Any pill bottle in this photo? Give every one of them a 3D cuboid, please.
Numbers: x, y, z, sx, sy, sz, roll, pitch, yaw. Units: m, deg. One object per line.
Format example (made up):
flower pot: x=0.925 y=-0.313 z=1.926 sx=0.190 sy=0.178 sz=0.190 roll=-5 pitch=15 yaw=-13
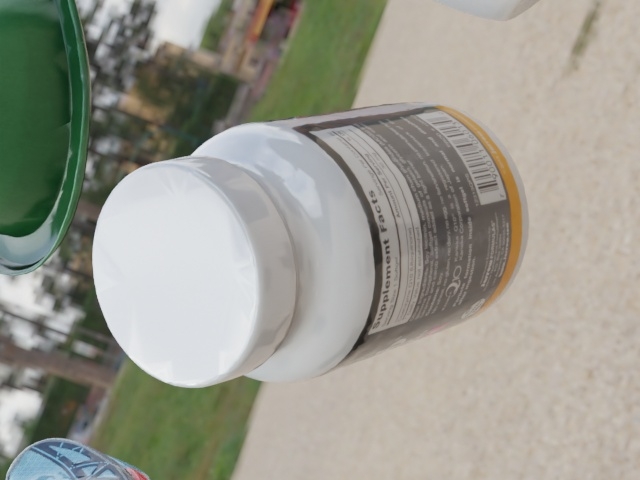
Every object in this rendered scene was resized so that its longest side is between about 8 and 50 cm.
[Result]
pill bottle: x=0.000 y=0.000 z=0.975 sx=0.278 sy=0.162 sz=0.162 roll=-14 pitch=-46 yaw=-51

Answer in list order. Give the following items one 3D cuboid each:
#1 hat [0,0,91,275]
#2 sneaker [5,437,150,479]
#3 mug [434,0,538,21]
hat: x=-0.214 y=-0.060 z=0.659 sx=0.208 sy=0.184 sz=0.172 roll=6 pitch=100 yaw=56
sneaker: x=-0.157 y=0.190 z=0.984 sx=0.104 sy=0.125 sz=0.262 roll=-40 pitch=35 yaw=-4
mug: x=0.066 y=-0.304 z=0.779 sx=0.276 sy=0.328 sz=0.374 roll=-40 pitch=-1 yaw=-18
